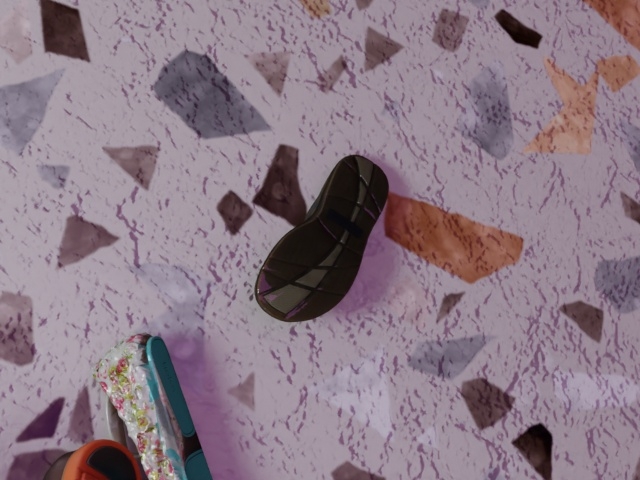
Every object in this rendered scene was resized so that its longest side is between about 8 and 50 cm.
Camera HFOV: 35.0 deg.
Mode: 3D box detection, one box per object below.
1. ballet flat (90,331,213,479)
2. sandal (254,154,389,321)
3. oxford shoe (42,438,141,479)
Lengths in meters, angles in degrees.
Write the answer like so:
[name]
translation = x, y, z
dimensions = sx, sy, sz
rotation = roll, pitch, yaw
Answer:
[ballet flat]
translation = -0.151, 0.205, 0.957
dimensions = 0.077, 0.091, 0.241
rotation = -22, 79, 11
[sandal]
translation = 0.000, 0.000, 1.053
dimensions = 0.090, 0.060, 0.219
rotation = 35, 56, -12
[oxford shoe]
translation = -0.219, 0.312, 0.870
dimensions = 0.097, 0.098, 0.271
rotation = 34, 47, -36
